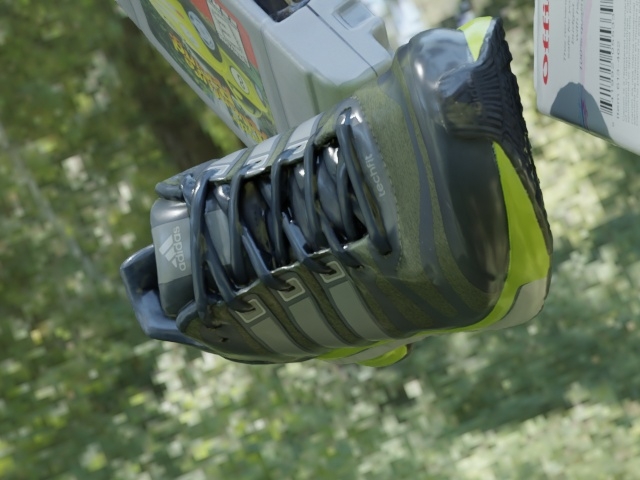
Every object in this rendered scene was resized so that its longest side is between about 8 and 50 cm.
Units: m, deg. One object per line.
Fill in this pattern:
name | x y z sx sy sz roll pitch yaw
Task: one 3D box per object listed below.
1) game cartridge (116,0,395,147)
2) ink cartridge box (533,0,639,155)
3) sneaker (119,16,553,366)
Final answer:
game cartridge | -0.050 -0.127 1.021 0.060 0.294 0.196 -39 -28 -9
ink cartridge box | 0.126 -0.099 0.633 0.072 0.127 0.175 -2 9 -4
sneaker | 0.000 0.000 0.723 0.121 0.111 0.300 -8 -14 -18
